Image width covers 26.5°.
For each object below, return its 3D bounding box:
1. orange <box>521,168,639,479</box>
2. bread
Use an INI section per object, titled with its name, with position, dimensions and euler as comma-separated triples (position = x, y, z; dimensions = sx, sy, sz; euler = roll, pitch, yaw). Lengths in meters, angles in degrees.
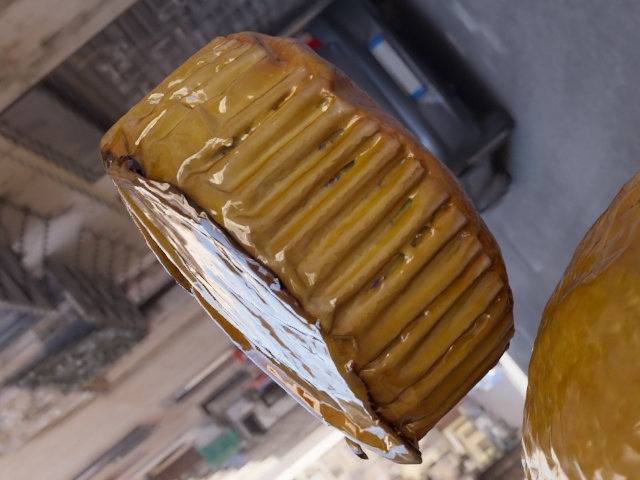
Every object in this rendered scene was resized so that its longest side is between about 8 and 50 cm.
[orange]
position = 0.227, 0.080, 0.487
dimensions = 0.322, 0.322, 0.357
euler = 51, 172, 34
[bread]
position = -0.001, 0.000, 0.603
dimensions = 0.199, 0.104, 0.199
euler = 43, 167, 13
